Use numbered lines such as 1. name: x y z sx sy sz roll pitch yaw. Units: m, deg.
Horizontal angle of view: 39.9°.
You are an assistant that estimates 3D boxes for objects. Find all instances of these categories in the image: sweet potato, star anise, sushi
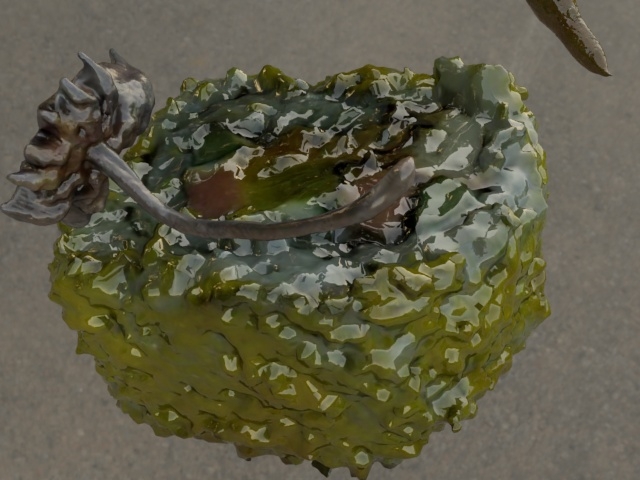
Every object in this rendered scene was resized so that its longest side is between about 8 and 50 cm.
1. sweet potato: 0.346 -0.343 1.296 0.067 0.067 0.274 -25 75 -33
2. star anise: -0.071 -0.042 0.532 0.227 0.218 0.148 30 56 3
3. sushi: 0.000 0.000 0.770 0.396 0.240 0.351 4 44 20
